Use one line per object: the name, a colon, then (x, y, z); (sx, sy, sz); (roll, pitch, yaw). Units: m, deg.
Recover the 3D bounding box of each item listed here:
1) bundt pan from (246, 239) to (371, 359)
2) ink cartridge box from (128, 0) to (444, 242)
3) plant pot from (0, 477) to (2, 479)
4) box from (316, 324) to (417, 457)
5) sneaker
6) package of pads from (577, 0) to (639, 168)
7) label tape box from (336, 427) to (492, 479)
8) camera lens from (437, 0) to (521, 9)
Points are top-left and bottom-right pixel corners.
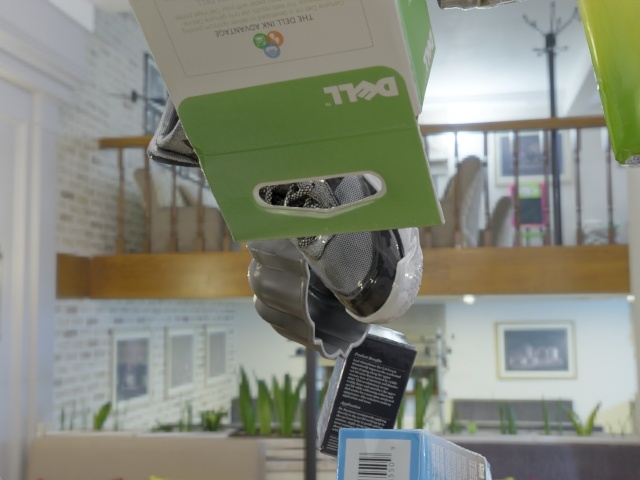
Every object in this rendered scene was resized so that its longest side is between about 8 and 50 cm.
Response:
bundt pan: (0.000, 0.000, 1.244); (0.124, 0.330, 0.331); (11, 0, 25)
ink cartridge box: (-0.016, -0.101, 0.359); (0.109, 0.209, 0.062); (-5, 37, 20)
plant pot: (-0.288, 0.304, 0.403); (0.367, 0.366, 0.353); (3, 14, -32)
box: (0.073, 0.248, 1.416); (0.108, 0.207, 0.153); (16, 1, -2)
sneaker: (-0.039, -0.049, 0.636); (0.153, 0.268, 0.101); (5, -44, -42)
package of pads: (0.321, -0.224, 0.677); (0.229, 0.296, 0.101); (-13, -6, 24)
label tape box: (0.128, 0.380, 1.059); (0.115, 0.249, 0.348); (-5, -21, 22)
camera lens: (0.287, -0.449, 1.192); (0.274, 0.219, 0.219); (-11, -6, 7)
